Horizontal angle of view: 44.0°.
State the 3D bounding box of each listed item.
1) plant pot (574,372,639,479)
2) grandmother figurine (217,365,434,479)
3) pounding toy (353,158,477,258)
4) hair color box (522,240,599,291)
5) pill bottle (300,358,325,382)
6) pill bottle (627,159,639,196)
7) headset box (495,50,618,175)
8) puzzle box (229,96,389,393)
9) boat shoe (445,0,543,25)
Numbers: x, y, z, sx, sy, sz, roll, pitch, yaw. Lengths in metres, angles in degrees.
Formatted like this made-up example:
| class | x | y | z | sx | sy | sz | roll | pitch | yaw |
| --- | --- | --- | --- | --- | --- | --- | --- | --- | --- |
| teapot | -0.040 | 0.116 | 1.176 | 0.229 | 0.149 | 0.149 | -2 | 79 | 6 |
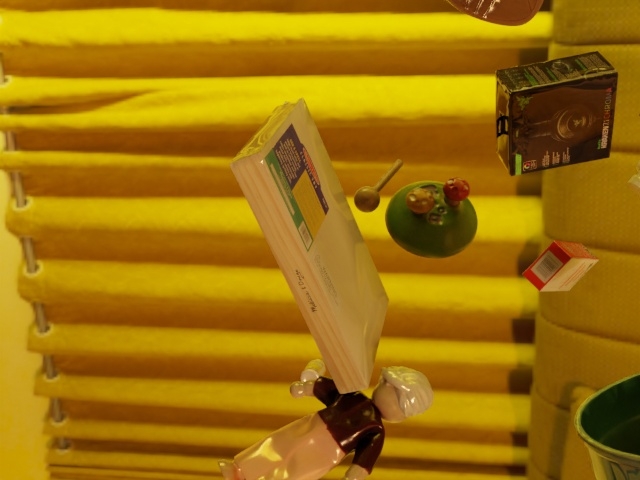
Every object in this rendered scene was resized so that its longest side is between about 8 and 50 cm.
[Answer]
| class | x | y | z | sx | sy | sz | roll | pitch | yaw |
| --- | --- | --- | --- | --- | --- | --- | --- | --- | --- |
| plant pot | 0.410 | 0.276 | 0.766 | 0.271 | 0.272 | 0.255 | -37 | -66 | -78 |
| grandmother figurine | 0.016 | 0.295 | 1.219 | 0.207 | 0.342 | 0.104 | 59 | 173 | 29 |
| pounding toy | 0.201 | -0.083 | 1.539 | 0.183 | 0.237 | 0.110 | -44 | -23 | -29 |
| hair color box | 0.476 | 0.052 | 1.565 | 0.167 | 0.053 | 0.093 | 6 | -52 | -53 |
| pill bottle | -0.014 | 0.286 | 1.719 | 0.083 | 0.043 | 0.043 | -42 | -48 | -73 |
| pill bottle | 0.629 | -0.141 | 1.424 | 0.152 | 0.086 | 0.086 | -48 | -8 | 5 |
| headset box | 0.574 | -0.315 | 1.989 | 0.131 | 0.283 | 0.246 | -101 | 2 | -52 |
| puzzle box | 0.000 | 0.000 | 1.257 | 0.408 | 0.052 | 0.272 | 66 | -158 | -20 |
| boat shoe | 0.169 | -0.421 | 1.157 | 0.123 | 0.342 | 0.123 | -108 | 39 | -64 |
